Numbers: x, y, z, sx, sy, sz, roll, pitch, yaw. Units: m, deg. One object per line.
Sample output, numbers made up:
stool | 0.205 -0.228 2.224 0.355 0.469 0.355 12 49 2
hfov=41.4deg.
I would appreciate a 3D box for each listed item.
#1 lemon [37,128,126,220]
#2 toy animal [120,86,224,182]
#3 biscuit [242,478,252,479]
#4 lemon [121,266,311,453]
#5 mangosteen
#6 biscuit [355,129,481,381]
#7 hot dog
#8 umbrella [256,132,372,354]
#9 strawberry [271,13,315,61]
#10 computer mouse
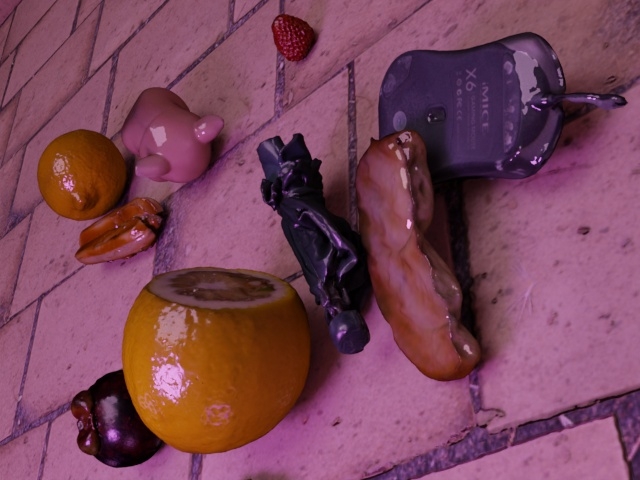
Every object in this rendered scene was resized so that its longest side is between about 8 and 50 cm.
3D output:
lemon | -0.496 -0.138 1.764 0.187 0.186 0.244 -51 32 16
toy animal | -0.279 -0.194 1.547 0.166 0.154 0.250 -52 38 1
biscuit | -0.110 0.392 1.043 0.273 0.036 0.187 -39 41 31
lemon | -0.130 0.156 1.064 0.240 0.240 0.219 22 111 55
mangosteen | -0.306 0.268 1.280 0.152 0.152 0.153 -31 46 37
biscuit | 0.100 0.020 0.958 0.154 0.045 0.299 134 128 -58
hot dog | -0.390 -0.010 1.640 0.269 0.072 0.109 -19 52 43
umbrella | 0.003 0.000 1.080 0.094 0.143 0.349 -32 42 9
strawberry | -0.051 -0.345 1.419 0.073 0.083 0.073 -31 39 29
computer mouse | 0.193 -0.139 0.943 0.379 0.090 0.167 8 100 57
